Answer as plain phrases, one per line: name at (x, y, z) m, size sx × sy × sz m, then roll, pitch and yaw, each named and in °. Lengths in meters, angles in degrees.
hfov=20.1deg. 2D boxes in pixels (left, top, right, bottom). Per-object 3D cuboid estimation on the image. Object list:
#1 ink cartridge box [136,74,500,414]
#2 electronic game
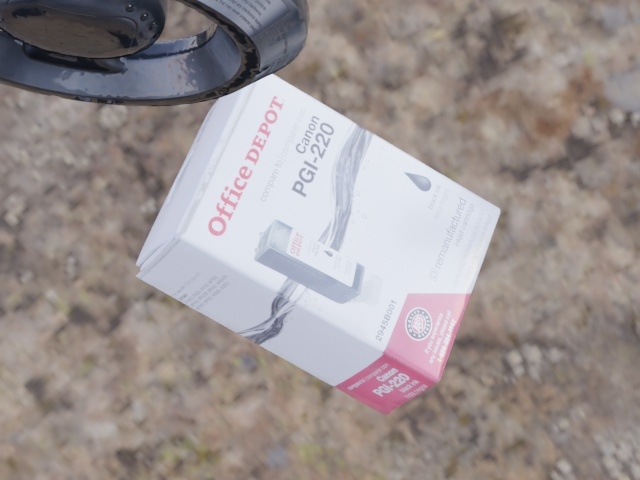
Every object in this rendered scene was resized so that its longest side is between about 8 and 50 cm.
ink cartridge box at (0.000, 0.000, 1.294) m, size 0.092 × 0.218 × 0.159 m, roll -41°, pitch 23°, yaw 59°
electronic game at (-0.119, -0.119, 0.878) m, size 0.229 × 0.229 × 0.048 m, roll 0°, pitch 73°, yaw 26°
